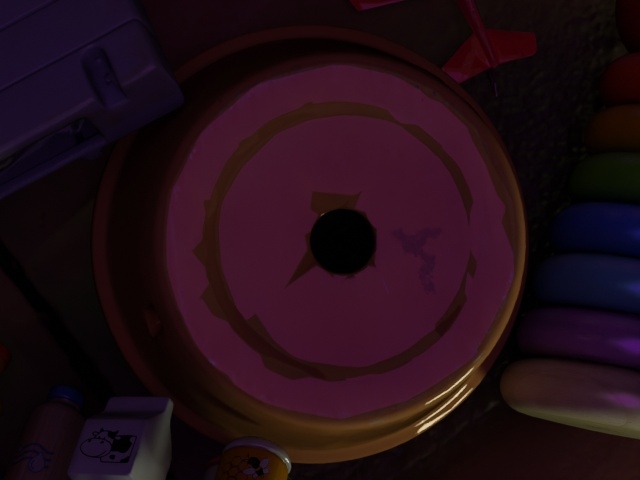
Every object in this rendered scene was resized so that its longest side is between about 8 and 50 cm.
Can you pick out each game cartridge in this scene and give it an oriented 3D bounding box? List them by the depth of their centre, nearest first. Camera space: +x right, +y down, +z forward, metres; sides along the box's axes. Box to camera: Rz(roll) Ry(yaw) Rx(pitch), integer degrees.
[{"bbox_3d":[-0.277,-0.093,0.727,0.355,0.068,0.230,-27,61,4],"label":"game cartridge"}]

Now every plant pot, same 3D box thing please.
[{"bbox_3d":[0.000,0.000,0.748,0.291,0.203,0.290,0,89,-6],"label":"plant pot"}]

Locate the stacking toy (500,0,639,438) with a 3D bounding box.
[{"bbox_3d":[0.214,-0.038,0.820,0.141,0.141,0.330,13,81,-6],"label":"stacking toy"}]

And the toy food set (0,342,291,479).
[{"bbox_3d":[-0.118,0.124,0.747,0.232,0.111,0.104,-3,48,19],"label":"toy food set"}]

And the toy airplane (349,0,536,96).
[{"bbox_3d":[0.094,-0.170,0.848,0.151,0.028,0.151,0,89,-8],"label":"toy airplane"}]

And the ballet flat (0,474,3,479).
[{"bbox_3d":[-0.223,0.192,0.792,0.079,0.077,0.221,-37,94,21],"label":"ballet flat"}]

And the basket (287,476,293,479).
[{"bbox_3d":[-0.050,0.293,0.768,0.227,0.154,0.204,-42,78,-1],"label":"basket"}]
